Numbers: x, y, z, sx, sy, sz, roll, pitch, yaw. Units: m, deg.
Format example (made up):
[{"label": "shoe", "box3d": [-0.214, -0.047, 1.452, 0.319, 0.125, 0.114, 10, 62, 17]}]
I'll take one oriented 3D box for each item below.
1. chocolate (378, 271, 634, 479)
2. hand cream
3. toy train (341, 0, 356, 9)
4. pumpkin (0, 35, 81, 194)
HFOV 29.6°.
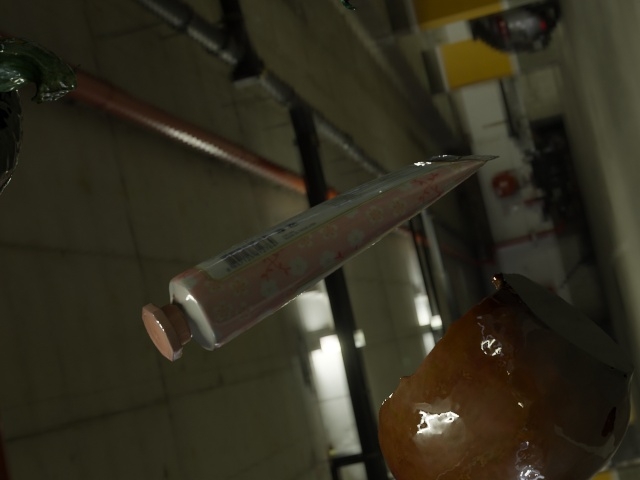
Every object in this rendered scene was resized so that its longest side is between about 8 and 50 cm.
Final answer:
[{"label": "chocolate", "box3d": [0.098, 0.095, 0.673, 0.133, 0.124, 0.127, -60, 13, 18]}, {"label": "hand cream", "box3d": [0.000, 0.000, 0.652, 0.067, 0.209, 0.043, 4, 121, 64]}, {"label": "toy train", "box3d": [0.014, -0.327, 1.172, 0.163, 0.112, 0.203, -62, 20, 14]}, {"label": "pumpkin", "box3d": [-0.312, -0.121, 0.974, 0.248, 0.248, 0.248, -14, -90, -80]}]
